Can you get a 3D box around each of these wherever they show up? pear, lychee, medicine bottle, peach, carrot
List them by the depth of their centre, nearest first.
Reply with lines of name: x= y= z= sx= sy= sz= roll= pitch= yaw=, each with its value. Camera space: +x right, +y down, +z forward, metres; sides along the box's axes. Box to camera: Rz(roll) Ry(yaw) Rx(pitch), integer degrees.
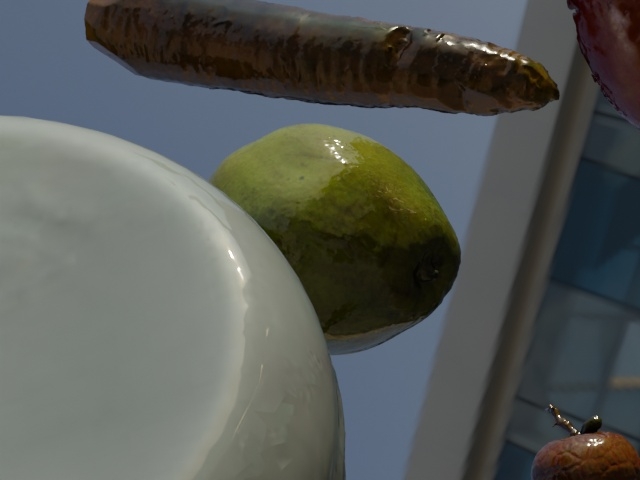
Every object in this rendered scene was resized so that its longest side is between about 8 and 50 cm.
medicine bottle: x=-0.108 y=0.140 z=0.511 sx=0.245 sy=0.245 sz=0.306 roll=-38 pitch=-38 yaw=-30
peach: x=0.176 y=-0.124 z=0.783 sx=0.127 sy=0.092 sz=0.172 roll=-15 pitch=-83 yaw=-65
carrot: x=-0.003 y=-0.113 z=0.936 sx=0.066 sy=0.314 sz=0.066 roll=12 pitch=-90 yaw=-68
pear: x=0.000 y=0.000 z=1.351 sx=0.212 sy=0.269 sz=0.212 roll=-20 pitch=-60 yaw=-39
lychee: x=0.246 y=0.219 z=1.454 sx=0.101 sy=0.140 sz=0.114 roll=-22 pitch=-16 yaw=-33
